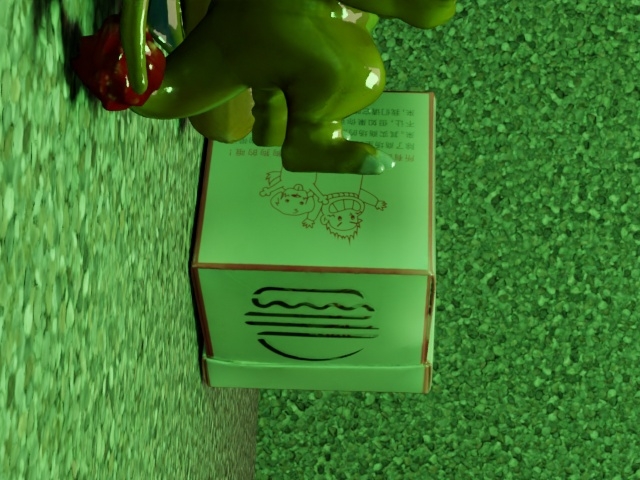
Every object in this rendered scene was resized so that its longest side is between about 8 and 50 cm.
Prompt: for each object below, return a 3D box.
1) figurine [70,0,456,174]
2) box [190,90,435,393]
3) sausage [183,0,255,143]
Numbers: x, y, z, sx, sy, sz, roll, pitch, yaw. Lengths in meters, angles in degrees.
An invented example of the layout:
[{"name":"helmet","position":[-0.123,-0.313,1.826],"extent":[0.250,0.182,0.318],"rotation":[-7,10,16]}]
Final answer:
[{"name":"figurine","position":[-0.024,-0.245,0.899],"extent":[0.401,0.268,0.387],"rotation":[-60,156,-78]},{"name":"box","position":[0.000,0.000,1.743],"extent":[0.300,0.314,0.312],"rotation":[88,5,-55]},{"name":"sausage","position":[-0.097,-0.240,1.387],"extent":[0.105,0.105,0.274],"rotation":[-85,178,-70]}]
